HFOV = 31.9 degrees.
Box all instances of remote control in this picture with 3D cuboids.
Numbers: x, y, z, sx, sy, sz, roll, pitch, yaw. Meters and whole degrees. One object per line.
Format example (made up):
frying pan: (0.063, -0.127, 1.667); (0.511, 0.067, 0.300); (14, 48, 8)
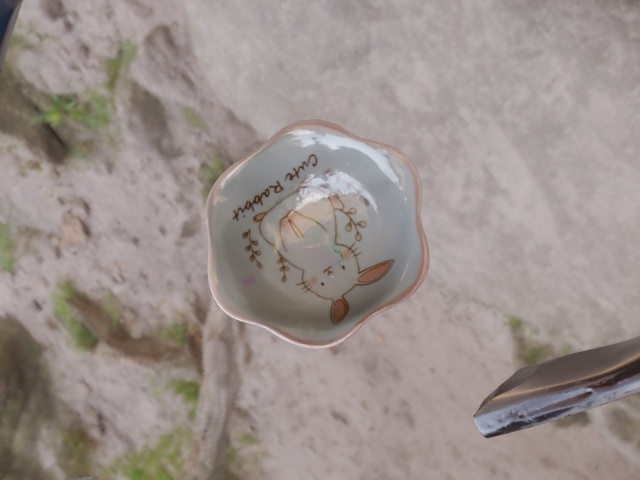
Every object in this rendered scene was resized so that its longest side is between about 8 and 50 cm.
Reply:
remote control: (0.173, 0.062, 0.599); (0.212, 0.059, 0.028); (-28, 96, 38)

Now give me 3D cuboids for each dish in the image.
dish: (0.000, 0.000, 1.097); (0.229, 0.229, 0.081); (37, 173, 19)

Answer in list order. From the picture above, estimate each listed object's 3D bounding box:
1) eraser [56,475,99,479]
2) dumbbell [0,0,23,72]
eraser: (-0.393, 0.348, 1.437); (0.212, 0.092, 0.046); (-9, 98, 14)
dumbbell: (-0.394, -0.239, 0.947); (0.316, 0.143, 0.156); (37, 115, 31)
